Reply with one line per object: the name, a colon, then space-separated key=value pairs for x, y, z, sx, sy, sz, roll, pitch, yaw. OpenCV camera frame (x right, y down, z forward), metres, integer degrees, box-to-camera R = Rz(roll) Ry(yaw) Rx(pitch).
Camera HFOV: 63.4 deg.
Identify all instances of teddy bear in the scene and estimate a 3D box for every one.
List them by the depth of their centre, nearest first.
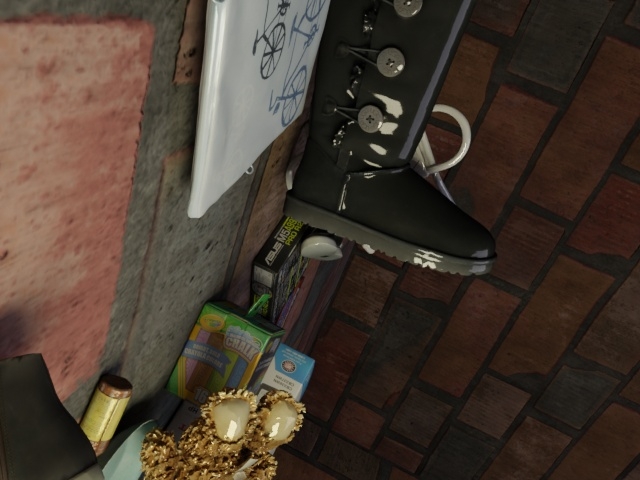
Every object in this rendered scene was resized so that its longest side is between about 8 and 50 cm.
teddy bear: x=-0.168 y=0.333 z=0.802 sx=0.244 sy=0.113 sz=0.338 roll=-4 pitch=133 yaw=-34

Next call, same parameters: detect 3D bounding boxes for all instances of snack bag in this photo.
snack bag: x=-0.060 y=-0.221 z=0.597 sx=0.343 sy=0.037 sz=0.323 roll=-60 pitch=172 yaw=-48

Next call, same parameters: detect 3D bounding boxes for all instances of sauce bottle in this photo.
sauce bottle: x=-0.268 y=0.226 z=0.620 sx=0.128 sy=0.042 sz=0.042 roll=-63 pitch=172 yaw=1

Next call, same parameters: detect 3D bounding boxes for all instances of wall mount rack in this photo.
wall mount rack: x=0.125 y=-0.116 z=0.972 sx=0.304 sy=0.349 sz=0.130 roll=68 pitch=26 yaw=-13

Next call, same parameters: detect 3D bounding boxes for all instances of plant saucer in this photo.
plant saucer: x=-0.304 y=0.338 z=0.738 sx=0.195 sy=0.037 sz=0.195 roll=-62 pitch=170 yaw=-18

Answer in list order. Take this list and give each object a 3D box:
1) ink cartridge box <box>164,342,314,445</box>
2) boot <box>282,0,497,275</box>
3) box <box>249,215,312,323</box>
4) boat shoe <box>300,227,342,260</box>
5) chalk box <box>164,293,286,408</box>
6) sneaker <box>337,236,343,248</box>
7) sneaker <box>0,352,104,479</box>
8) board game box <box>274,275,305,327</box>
ink cartridge box: x=-0.164 y=0.355 z=1.097 sx=0.270 sy=0.198 sz=0.197 roll=-60 pitch=171 yaw=-32
boot: x=0.159 y=-0.200 z=0.788 sx=0.146 sy=0.366 sz=0.446 roll=-62 pitch=168 yaw=-72
box: x=-0.085 y=0.056 z=1.198 sx=0.216 sy=0.060 sz=0.270 roll=-60 pitch=171 yaw=-34
boat shoe: x=0.000 y=0.000 z=1.140 sx=0.219 sy=0.077 sz=0.070 roll=40 pitch=41 yaw=-78
chalk box: x=-0.153 y=0.185 z=0.915 sx=0.213 sy=0.131 sz=0.132 roll=-65 pitch=171 yaw=-4
sneaker: x=0.031 y=-0.066 z=1.518 sx=0.283 sy=0.107 sz=0.124 roll=-58 pitch=155 yaw=-59
sneaker: x=-0.276 y=0.171 z=0.343 sx=0.221 sy=0.118 sz=0.083 roll=-23 pitch=167 yaw=-34
board game box: x=-0.128 y=0.243 z=1.586 sx=0.145 sy=0.027 sz=0.282 roll=-33 pitch=147 yaw=-77
